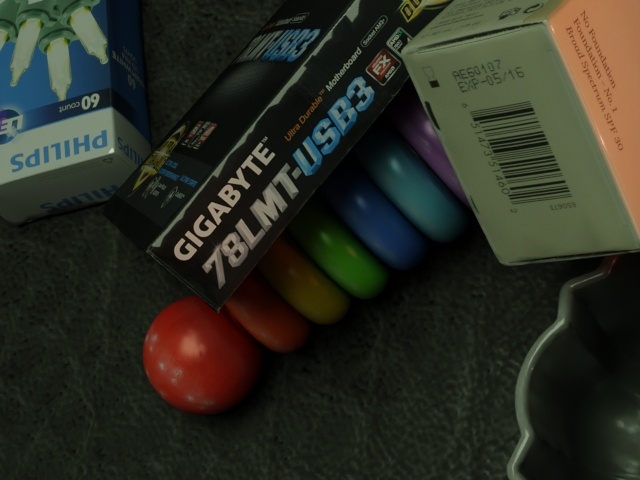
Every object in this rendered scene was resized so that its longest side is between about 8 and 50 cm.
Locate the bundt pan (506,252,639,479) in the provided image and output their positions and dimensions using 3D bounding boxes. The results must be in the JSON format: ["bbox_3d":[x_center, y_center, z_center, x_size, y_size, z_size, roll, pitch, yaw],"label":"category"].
[{"bbox_3d":[0.289,0.133,1.000,0.331,0.124,0.330,-10,63,19],"label":"bundt pan"}]

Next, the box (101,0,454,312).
[{"bbox_3d":[-0.026,-0.099,1.167,0.073,0.295,0.293,39,87,-14],"label":"box"}]

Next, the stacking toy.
[{"bbox_3d":[0.000,0.000,1.186,0.330,0.141,0.141,-41,58,6],"label":"stacking toy"}]

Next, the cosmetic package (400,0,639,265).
[{"bbox_3d":[0.197,-0.134,1.040,0.113,0.160,0.309,-7,29,43],"label":"cosmetic package"}]

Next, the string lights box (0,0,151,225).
[{"bbox_3d":[-0.221,-0.154,1.374,0.133,0.077,0.259,-15,63,15],"label":"string lights box"}]
